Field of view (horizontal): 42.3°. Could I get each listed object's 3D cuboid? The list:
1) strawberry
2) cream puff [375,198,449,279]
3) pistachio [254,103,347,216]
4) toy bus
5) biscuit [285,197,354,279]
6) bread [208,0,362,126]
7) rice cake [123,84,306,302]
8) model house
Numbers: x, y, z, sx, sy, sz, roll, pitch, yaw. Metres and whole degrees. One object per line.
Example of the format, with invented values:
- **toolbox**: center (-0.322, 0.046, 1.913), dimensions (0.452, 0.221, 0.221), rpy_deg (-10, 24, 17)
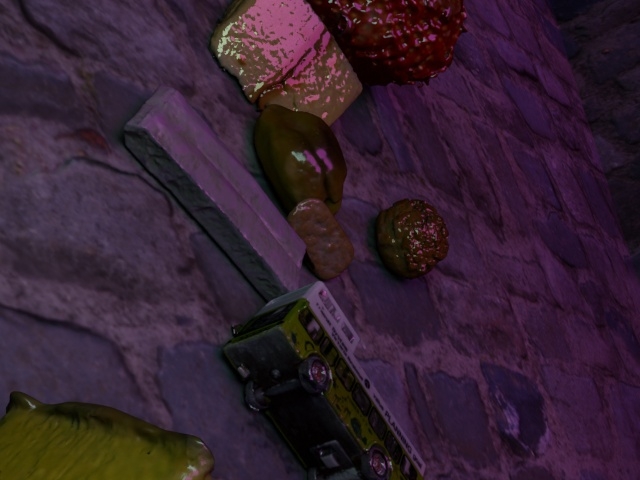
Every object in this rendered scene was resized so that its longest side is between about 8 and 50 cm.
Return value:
- **strawberry**: center (0.080, -0.389, 1.385), dimensions (0.343, 0.292, 0.292), rpy_deg (-13, 79, -46)
- **cream puff**: center (0.156, -0.008, 1.356), dimensions (0.126, 0.103, 0.144), rpy_deg (56, 27, -11)
- **pistachio**: center (-0.029, -0.113, 1.165), dimensions (0.110, 0.100, 0.189), rpy_deg (-10, 78, -57)
- **toy bus**: center (0.015, 0.205, 1.005), dimensions (0.301, 0.113, 0.139), rpy_deg (58, 32, -15)
- **biscuit**: center (0.000, 0.000, 1.151), dimensions (0.018, 0.071, 0.147), rpy_deg (34, -16, 50)
- **bread**: center (-0.075, -0.268, 1.277), dimensions (0.178, 0.135, 0.240), rpy_deg (-49, 114, -20)
- **rice cake**: center (-0.124, -0.055, 1.035), dimensions (0.298, 0.050, 0.106), rpy_deg (50, 35, -21)
- **model house**: center (-0.191, 0.243, 0.555), dimensions (0.234, 0.193, 0.174), rpy_deg (-50, 144, -56)
